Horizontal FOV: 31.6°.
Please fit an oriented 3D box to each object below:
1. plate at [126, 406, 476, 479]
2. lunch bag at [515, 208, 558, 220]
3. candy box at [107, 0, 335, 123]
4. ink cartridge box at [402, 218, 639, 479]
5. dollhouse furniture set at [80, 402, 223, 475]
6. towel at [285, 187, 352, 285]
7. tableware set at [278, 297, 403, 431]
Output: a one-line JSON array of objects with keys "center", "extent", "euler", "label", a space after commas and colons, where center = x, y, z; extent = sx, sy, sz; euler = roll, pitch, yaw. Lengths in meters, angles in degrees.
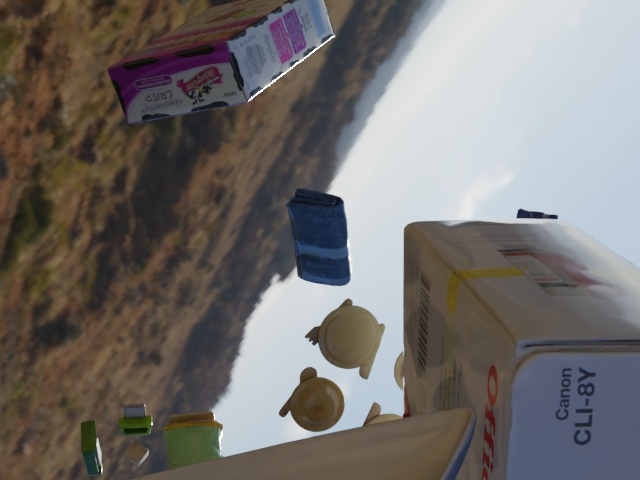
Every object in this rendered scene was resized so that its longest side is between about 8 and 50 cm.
[{"center": [-0.064, 0.191, 0.598], "extent": [0.278, 0.045, 0.277], "euler": [-17, -167, 23], "label": "plate"}, {"center": [0.289, 0.006, 1.515], "extent": [0.067, 0.065, 0.098], "euler": [74, 31, -60], "label": "lunch bag"}, {"center": [-0.104, -0.211, 1.262], "extent": [0.159, 0.071, 0.233], "euler": [-6, -156, 30], "label": "candy box"}, {"center": [0.170, 0.154, 0.876], "extent": [0.384, 0.161, 0.279], "euler": [-112, -158, -77], "label": "ink cartridge box"}, {"center": [-0.178, 0.215, 1.215], "extent": [0.058, 0.152, 0.076], "euler": [96, -12, -51], "label": "dollhouse furniture set"}, {"center": [0.000, 0.000, 1.268], "extent": [0.029, 0.067, 0.119], "euler": [-58, 151, -46], "label": "towel"}, {"center": [0.048, 0.147, 1.114], "extent": [0.141, 0.169, 0.020], "euler": [-60, -168, 0], "label": "tableware set"}]
